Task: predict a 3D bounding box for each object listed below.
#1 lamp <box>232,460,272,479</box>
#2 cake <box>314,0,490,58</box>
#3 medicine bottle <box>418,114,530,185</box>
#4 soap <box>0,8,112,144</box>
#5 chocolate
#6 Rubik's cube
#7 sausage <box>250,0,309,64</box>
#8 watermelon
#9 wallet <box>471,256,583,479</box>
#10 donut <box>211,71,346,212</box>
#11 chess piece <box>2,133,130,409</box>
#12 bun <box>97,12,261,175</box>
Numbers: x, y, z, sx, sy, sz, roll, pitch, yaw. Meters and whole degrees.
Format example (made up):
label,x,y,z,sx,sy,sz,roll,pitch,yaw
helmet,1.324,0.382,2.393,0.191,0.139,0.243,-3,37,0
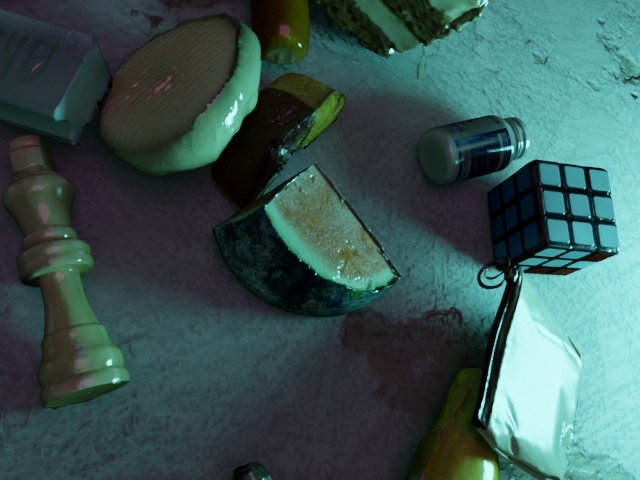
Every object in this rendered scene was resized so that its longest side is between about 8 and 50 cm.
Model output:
label,x,y,z,sx,sy,sz,roll,pitch,yaw
lamp,-0.053,0.424,0.947,0.101,0.101,0.250,-23,84,-23
cake,0.145,-0.509,1.186,0.282,0.290,0.256,35,60,-27
medicine bottle,0.284,-0.170,1.253,0.191,0.107,0.107,-16,78,-22
soap,-0.452,-0.256,1.008,0.261,0.094,0.150,18,65,10
chocolate,0.180,0.397,1.018,0.162,0.162,0.446,29,57,-7
Rubik's cube,0.409,-0.035,1.219,0.163,0.162,0.161,5,71,-18
sausage,-0.074,-0.445,1.233,0.105,0.105,0.275,2,72,-17
watermelon,0.000,0.000,1.064,0.318,0.148,0.226,17,76,-18
wallet,0.338,0.220,1.110,0.275,0.068,0.335,43,48,-23
donut,-0.071,-0.188,1.126,0.112,0.151,0.295,35,65,6
chess piece,-0.380,0.030,0.971,0.117,0.117,0.398,-14,75,-22
bun,-0.206,-0.214,1.063,0.287,0.146,0.288,-15,51,18
